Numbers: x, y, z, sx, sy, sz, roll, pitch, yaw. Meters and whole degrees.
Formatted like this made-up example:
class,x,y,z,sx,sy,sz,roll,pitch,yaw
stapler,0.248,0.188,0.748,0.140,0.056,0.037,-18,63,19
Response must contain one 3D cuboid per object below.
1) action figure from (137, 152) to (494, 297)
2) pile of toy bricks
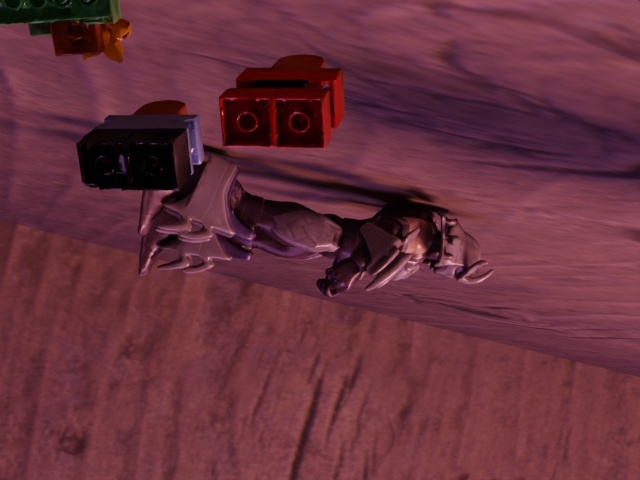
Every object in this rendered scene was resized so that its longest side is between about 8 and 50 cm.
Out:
class,x,y,z,sx,sy,sz,roll,pitch,yaw
action figure,0.000,0.000,0.939,0.285,0.099,0.185,10,168,-3
pile of toy bricks,-0.078,-0.090,0.384,0.212,0.118,0.105,2,-156,11
